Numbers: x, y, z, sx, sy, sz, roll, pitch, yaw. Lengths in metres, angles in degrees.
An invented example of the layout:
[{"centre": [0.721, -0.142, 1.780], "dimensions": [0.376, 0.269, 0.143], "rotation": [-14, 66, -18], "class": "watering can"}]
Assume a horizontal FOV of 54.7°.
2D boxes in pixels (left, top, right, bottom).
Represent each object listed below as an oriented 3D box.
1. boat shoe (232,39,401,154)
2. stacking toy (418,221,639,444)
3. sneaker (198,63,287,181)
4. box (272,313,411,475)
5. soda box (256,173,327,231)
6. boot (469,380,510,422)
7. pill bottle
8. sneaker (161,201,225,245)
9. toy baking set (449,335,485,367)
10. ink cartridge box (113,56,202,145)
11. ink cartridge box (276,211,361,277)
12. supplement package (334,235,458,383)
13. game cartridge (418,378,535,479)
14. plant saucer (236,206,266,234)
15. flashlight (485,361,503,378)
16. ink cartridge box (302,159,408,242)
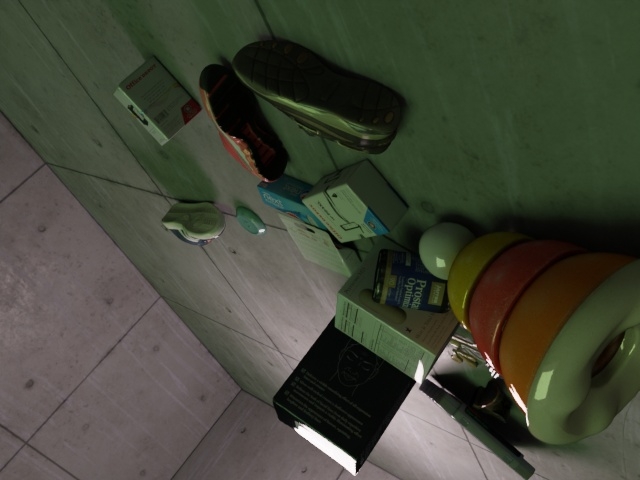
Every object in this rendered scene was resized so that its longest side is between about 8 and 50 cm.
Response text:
[{"centre": [-0.018, -0.255, 1.164], "dimensions": [0.355, 0.132, 0.130], "rotation": [32, 154, 19], "class": "boat shoe"}, {"centre": [0.349, 0.092, 1.125], "dimensions": [0.480, 0.350, 0.351], "rotation": [40, 162, 44], "class": "stacking toy"}, {"centre": [-0.206, -0.261, 1.433], "dimensions": [0.136, 0.116, 0.314], "rotation": [15, 146, 44], "class": "sneaker"}, {"centre": [0.094, 0.430, 1.849], "dimensions": [0.293, 0.395, 0.212], "rotation": [31, 155, 20], "class": "box"}, {"centre": [-0.054, -0.102, 1.550], "dimensions": [0.210, 0.067, 0.071], "rotation": [25, 152, 29], "class": "soda box"}, {"centre": [0.498, 0.453, 1.727], "dimensions": [0.106, 0.082, 0.219], "rotation": [25, 164, 6], "class": "boot"}, {"centre": [0.228, 0.093, 1.353], "dimensions": [0.219, 0.123, 0.123], "rotation": [9, 150, 4], "class": "pill bottle"}, {"centre": [-0.393, -0.041, 2.076], "dimensions": [0.350, 0.131, 0.148], "rotation": [15, 154, 52], "class": "sneaker"}, {"centre": [0.360, 0.272, 1.657], "dimensions": [0.196, 0.030, 0.256], "rotation": [31, 161, 4], "class": "toy baking set"}, {"centre": [-0.408, -0.349, 1.552], "dimensions": [0.175, 0.127, 0.072], "rotation": [48, 157, -17], "class": "ink cartridge box"}, {"centre": [0.000, 0.000, 1.642], "dimensions": [0.181, 0.056, 0.225], "rotation": [22, 155, 34], "class": "ink cartridge box"}, {"centre": [0.197, 0.168, 1.495], "dimensions": [0.262, 0.199, 0.198], "rotation": [32, 154, 17], "class": "supplement package"}, {"centre": [0.473, 0.567, 1.883], "dimensions": [0.355, 0.068, 0.230], "rotation": [41, 170, -4], "class": "game cartridge"}, {"centre": [-0.220, -0.055, 1.914], "dimensions": [0.119, 0.021, 0.119], "rotation": [32, 155, 17], "class": "plant saucer"}, {"centre": [0.446, 0.240, 1.399], "dimensions": [0.103, 0.103, 0.304], "rotation": [59, 164, 23], "class": "flashlight"}, {"centre": [0.073, -0.081, 1.384], "dimensions": [0.148, 0.086, 0.203], "rotation": [46, 154, -16], "class": "ink cartridge box"}]
